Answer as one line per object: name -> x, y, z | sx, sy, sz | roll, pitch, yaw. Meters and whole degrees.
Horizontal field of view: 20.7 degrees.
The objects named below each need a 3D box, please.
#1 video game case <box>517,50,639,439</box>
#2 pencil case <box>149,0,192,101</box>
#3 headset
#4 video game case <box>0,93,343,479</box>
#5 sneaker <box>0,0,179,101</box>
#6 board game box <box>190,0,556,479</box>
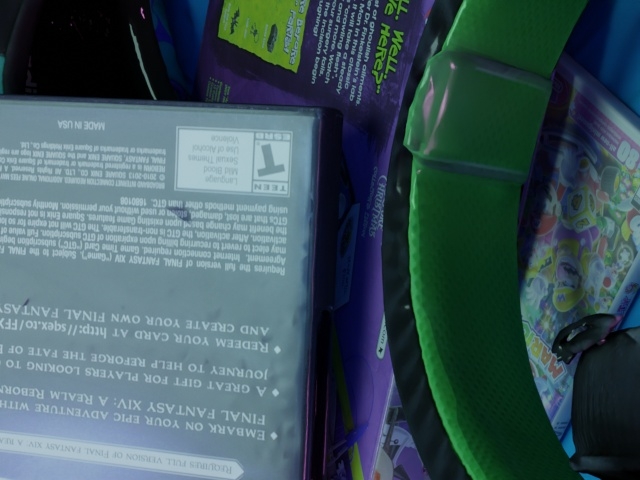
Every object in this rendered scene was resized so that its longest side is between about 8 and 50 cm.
video game case -> 0.081, 0.003, 0.630 | 0.087, 0.011, 0.122 | 51, 128, 44
pencil case -> -0.104, -0.125, 0.864 | 0.070, 0.064, 0.152 | 129, 133, -59
headset -> 0.117, 0.000, 0.412 | 0.394, 0.185, 0.243 | 26, 104, 56
video game case -> -0.091, 0.083, 0.668 | 0.196, 0.026, 0.274 | 4, 95, 23
sneaker -> -0.102, 0.012, 0.730 | 0.121, 0.108, 0.302 | -23, 74, 47
board game box -> 0.000, 0.000, 0.707 | 0.208, 0.056, 0.347 | 37, 118, 60
